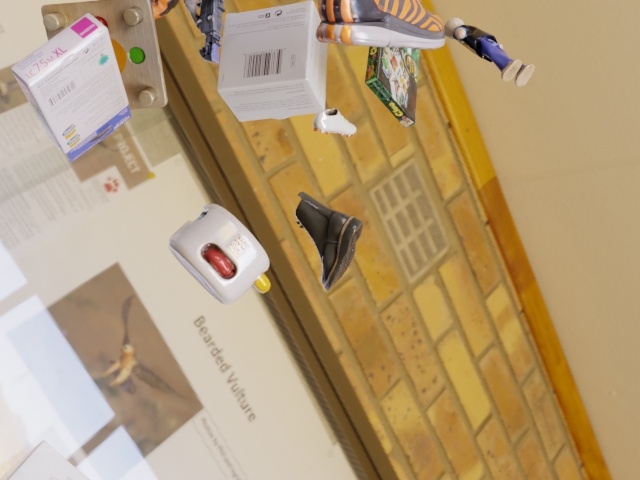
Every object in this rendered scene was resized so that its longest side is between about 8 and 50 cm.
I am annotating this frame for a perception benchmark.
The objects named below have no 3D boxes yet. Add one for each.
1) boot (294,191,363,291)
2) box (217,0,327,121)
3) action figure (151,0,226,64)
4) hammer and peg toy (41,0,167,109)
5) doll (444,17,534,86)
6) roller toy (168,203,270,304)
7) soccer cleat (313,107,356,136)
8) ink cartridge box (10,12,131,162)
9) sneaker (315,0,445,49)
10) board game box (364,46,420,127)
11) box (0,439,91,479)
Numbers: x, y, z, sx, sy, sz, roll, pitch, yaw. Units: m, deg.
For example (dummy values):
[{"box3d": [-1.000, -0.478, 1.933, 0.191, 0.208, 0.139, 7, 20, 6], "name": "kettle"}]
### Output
[{"box3d": [0.000, 0.000, 1.274, 0.137, 0.077, 0.198, 31, -48, 13], "name": "boot"}, {"box3d": [-0.087, -0.342, 1.229, 0.180, 0.182, 0.119, -3, -21, 15], "name": "box"}, {"box3d": [-0.332, -0.596, 1.533, 0.178, 0.330, 0.342, 40, 40, -69], "name": "action figure"}, {"box3d": [-0.515, -0.482, 1.486, 0.265, 0.127, 0.362, -4, -65, 2], "name": "hammer and peg toy"}, {"box3d": [0.274, -0.332, 1.085, 0.189, 0.129, 0.046, 54, -53, 38], "name": "doll"}, {"box3d": [-0.206, 0.026, 1.340, 0.209, 0.146, 0.191, 37, -17, 30], "name": "roller toy"}, {"box3d": [0.051, -0.354, 1.902, 0.068, 0.196, 0.076, 25, -71, 32], "name": "soccer cleat"}, {"box3d": [-0.495, -0.299, 1.307, 0.065, 0.186, 0.311, 41, -20, 11], "name": "ink cartridge box"}, {"box3d": [0.110, -0.379, 0.941, 0.124, 0.321, 0.180, 14, -70, 27], "name": "sneaker"}, {"box3d": [0.142, -0.353, 1.211, 0.030, 0.260, 0.136, -19, -42, 37], "name": "board game box"}, {"box3d": [-0.406, 0.383, 0.907, 0.130, 0.091, 0.170, 45, -53, -9], "name": "box"}]
